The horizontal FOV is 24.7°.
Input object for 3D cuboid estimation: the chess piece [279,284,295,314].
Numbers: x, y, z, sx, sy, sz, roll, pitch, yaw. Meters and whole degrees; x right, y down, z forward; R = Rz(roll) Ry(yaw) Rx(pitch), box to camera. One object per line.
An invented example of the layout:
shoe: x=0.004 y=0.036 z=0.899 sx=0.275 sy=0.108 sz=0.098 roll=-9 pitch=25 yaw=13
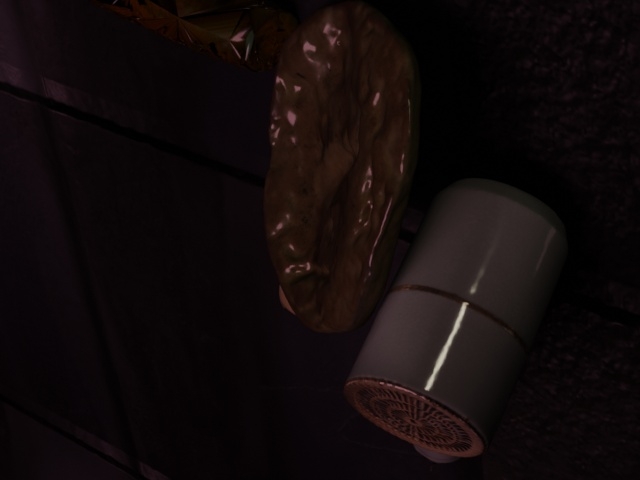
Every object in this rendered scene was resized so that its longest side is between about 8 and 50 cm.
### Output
chess piece: x=0.000 y=0.000 z=1.182 sx=0.066 sy=0.066 sz=0.122 roll=29 pitch=134 yaw=30

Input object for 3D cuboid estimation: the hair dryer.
hair dryer: x=0.098 y=0.105 z=1.117 sx=0.107 sy=0.173 sz=0.357 roll=23 pitch=157 yaw=11

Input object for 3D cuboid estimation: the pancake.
pancake: x=0.021 y=-0.056 z=1.033 sx=0.242 sy=0.050 sz=0.242 roll=-179 pitch=90 yaw=-66

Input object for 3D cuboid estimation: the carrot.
carrot: x=-0.118 y=-0.193 z=1.148 sx=0.228 sy=0.069 sz=0.069 roll=29 pitch=138 yaw=27
